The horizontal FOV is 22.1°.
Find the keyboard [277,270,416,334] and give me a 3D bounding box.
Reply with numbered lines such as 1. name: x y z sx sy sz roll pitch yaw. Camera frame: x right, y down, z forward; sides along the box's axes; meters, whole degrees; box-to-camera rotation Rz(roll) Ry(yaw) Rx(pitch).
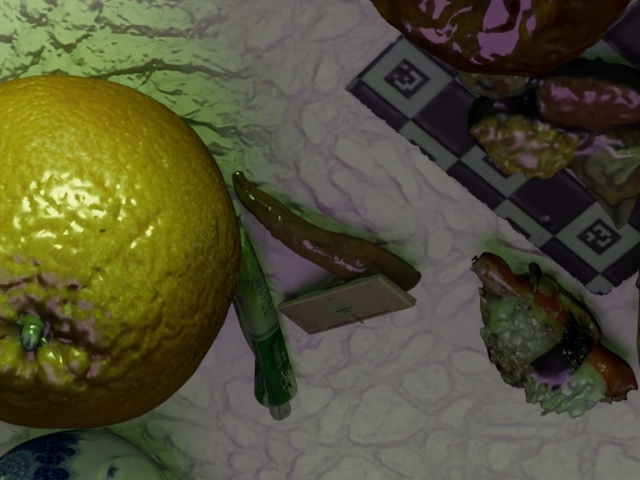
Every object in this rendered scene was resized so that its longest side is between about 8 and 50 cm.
1. keyboard: 0.026 0.063 1.637 0.055 0.017 0.166 40 146 -24

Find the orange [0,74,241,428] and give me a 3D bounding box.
1. orange: -0.233 0.013 1.484 0.322 0.357 0.322 1 114 3

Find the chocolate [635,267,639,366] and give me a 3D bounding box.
1. chocolate: 0.432 0.080 1.569 0.261 0.083 0.161 4 106 11

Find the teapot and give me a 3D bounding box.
1. teapot: -0.278 0.353 1.782 0.252 0.280 0.424 35 125 -12

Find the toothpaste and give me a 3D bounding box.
1. toothpaste: -0.064 0.091 1.685 0.046 0.078 0.248 -4 127 12

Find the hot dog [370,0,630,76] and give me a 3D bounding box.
1. hot dog: 0.186 -0.315 1.278 0.267 0.174 0.387 31 112 -8

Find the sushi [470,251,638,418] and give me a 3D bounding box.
1. sushi: 0.215 0.102 1.620 0.097 0.103 0.226 -24 117 44

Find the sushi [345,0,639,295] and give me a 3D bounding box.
1. sushi: 0.257 -0.127 1.468 0.343 0.064 0.359 38 123 -16

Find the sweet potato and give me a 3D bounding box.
1. sweet potato: 0.000 0.000 1.620 0.214 0.050 0.050 28 126 -8
